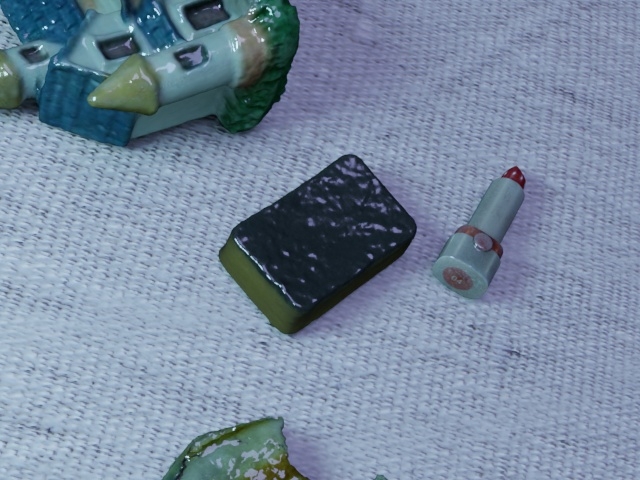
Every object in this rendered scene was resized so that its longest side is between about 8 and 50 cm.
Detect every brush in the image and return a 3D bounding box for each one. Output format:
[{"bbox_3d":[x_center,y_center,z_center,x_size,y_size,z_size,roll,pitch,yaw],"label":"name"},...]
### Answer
[{"bbox_3d":[0.000,0.000,1.476,0.197,0.059,0.123,-35,77,-32],"label":"brush"}]

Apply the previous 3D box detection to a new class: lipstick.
[{"bbox_3d":[0.191,-0.023,1.562,0.063,0.057,0.186,32,54,0],"label":"lipstick"}]

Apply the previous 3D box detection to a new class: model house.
[{"bbox_3d":[-0.226,-0.220,1.444,0.325,0.194,0.267,-23,72,-25],"label":"model house"}]

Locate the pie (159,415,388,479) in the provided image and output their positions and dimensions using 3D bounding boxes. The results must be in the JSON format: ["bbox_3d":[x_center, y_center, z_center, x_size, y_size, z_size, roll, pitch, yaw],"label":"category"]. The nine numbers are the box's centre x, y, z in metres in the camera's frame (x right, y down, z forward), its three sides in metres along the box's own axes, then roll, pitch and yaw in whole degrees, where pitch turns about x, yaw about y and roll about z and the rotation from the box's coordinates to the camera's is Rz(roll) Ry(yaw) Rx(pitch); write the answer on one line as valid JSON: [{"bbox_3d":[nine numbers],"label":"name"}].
[{"bbox_3d":[-0.041,0.309,1.288,0.302,0.067,0.303,8,60,-15],"label":"pie"}]
